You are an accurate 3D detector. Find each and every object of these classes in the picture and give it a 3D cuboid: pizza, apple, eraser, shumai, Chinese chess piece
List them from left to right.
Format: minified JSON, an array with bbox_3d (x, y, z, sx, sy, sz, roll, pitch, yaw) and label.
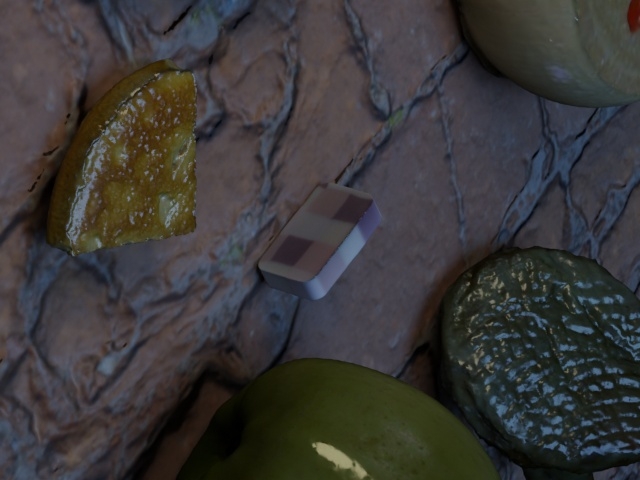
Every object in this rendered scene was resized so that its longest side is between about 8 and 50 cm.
[{"bbox_3d":[-0.143,-0.047,1.336,0.175,0.046,0.134,-51,136,-27],"label":"pizza"},{"bbox_3d":[0.000,0.000,1.518,0.105,0.065,0.026,-51,135,-26],"label":"eraser"},{"bbox_3d":[0.011,0.237,1.450,0.279,0.279,0.279,-22,119,-46],"label":"apple"},{"bbox_3d":[0.202,0.140,1.795,0.272,0.204,0.222,44,60,-11],"label":"shumai"},{"bbox_3d":[0.259,-0.292,1.682,0.338,0.141,0.338,-23,120,-46],"label":"Chinese chess piece"}]
